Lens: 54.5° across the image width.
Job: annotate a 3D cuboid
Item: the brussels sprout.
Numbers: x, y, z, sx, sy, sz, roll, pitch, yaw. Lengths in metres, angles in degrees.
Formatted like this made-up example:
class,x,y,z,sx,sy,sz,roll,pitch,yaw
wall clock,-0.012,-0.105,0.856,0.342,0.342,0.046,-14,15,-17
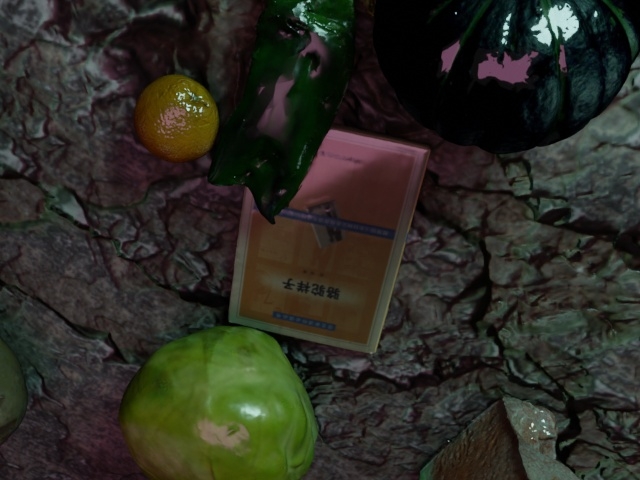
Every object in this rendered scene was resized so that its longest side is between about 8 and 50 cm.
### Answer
class,x,y,z,sx,sy,sz,roll,pitch,yaw
brussels sprout,-0.108,0.197,0.665,0.223,0.161,0.223,0,114,0

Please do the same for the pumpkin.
class,x,y,z,sx,sy,sz,roll,pitch,yaw
pumpkin,0.131,-0.158,0.447,0.194,0.194,0.150,25,145,-4

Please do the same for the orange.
class,x,y,z,sx,sy,sz,roll,pitch,yaw
orange,-0.129,-0.110,0.562,0.085,0.085,0.085,3,117,7

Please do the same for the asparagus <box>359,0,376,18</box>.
class,x,y,z,sx,sy,sz,roll,pitch,yaw
asparagus,0.068,-0.181,0.523,0.036,0.030,0.165,-22,116,44

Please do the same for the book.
class,x,y,z,sx,sy,sz,roll,pitch,yaw
book,0.000,0.000,0.631,0.170,0.018,0.241,12,117,3

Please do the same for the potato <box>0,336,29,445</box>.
class,x,y,z,sx,sy,sz,roll,pitch,yaw
potato,-0.444,0.131,0.691,0.165,0.165,0.262,-23,108,19

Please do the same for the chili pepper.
class,x,y,z,sx,sy,sz,roll,pitch,yaw
chili pepper,-0.031,-0.120,0.538,0.098,0.061,0.224,16,109,-6

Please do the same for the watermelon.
class,x,y,z,sx,sy,sz,roll,pitch,yaw
watermelon,0.188,0.273,0.631,0.148,0.318,0.226,16,77,5
